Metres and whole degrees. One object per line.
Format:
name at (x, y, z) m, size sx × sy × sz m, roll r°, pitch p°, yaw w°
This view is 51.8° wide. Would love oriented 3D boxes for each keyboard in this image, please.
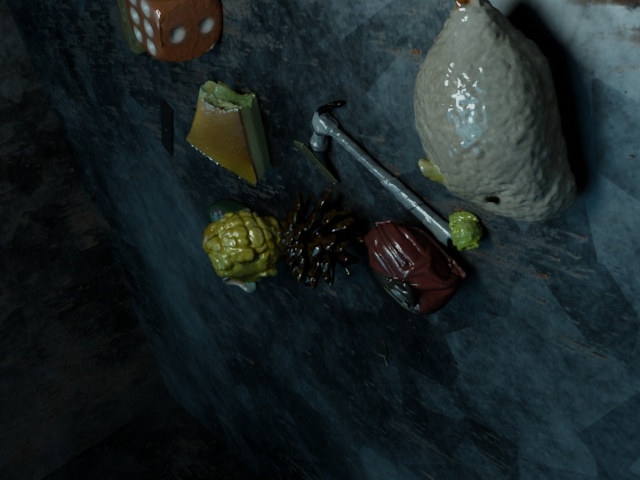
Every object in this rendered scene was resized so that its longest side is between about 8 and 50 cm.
keyboard at (-0.499, -0.364, 2.139) m, size 0.061 × 0.013 × 0.204 m, roll 48°, pitch 149°, yaw 21°
keyboard at (-0.010, -0.179, 1.500) m, size 0.129 × 0.015 × 0.049 m, roll 45°, pitch 179°, yaw -29°

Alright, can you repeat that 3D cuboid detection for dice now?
dice at (-0.354, -0.547, 1.586) m, size 0.174 × 0.179 × 0.175 m, roll 45°, pitch 145°, yaw 24°

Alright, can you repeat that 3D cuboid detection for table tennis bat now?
table tennis bat at (0.162, 0.294, 1.730) m, size 0.050 × 0.007 × 0.083 m, roll 7°, pitch 120°, yaw 54°

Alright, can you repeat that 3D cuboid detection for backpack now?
backpack at (0.178, 0.048, 1.334) m, size 0.229 × 0.139 × 0.229 m, roll 48°, pitch -178°, yaw -2°

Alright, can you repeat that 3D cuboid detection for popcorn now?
popcorn at (-0.209, 0.017, 1.853) m, size 0.250 × 0.250 × 0.190 m, roll 150°, pitch 123°, yaw -61°
popcorn at (0.271, -0.019, 1.232) m, size 0.068 × 0.059 × 0.083 m, roll 57°, pitch -165°, yaw -65°

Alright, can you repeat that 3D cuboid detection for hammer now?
hammer at (0.128, -0.130, 1.369) m, size 0.427 × 0.044 × 0.152 m, roll 46°, pitch 147°, yaw 20°

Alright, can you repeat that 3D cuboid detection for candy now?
candy at (-0.486, -0.630, 1.788) m, size 0.102 × 0.104 × 0.234 m, roll 28°, pitch 139°, yaw 36°

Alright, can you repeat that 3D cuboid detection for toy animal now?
toy animal at (0.242, -0.185, 0.992) m, size 0.226 × 0.188 × 0.359 m, roll 5°, pitch 121°, yaw 49°

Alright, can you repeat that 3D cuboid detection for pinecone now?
pinecone at (0.003, 0.001, 1.531) m, size 0.201 × 0.202 × 0.229 m, roll 14°, pitch 110°, yaw 22°

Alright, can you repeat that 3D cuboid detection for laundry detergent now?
laundry detergent at (-0.264, -0.066, 2.005) m, size 0.210 × 0.063 × 0.137 m, roll -6°, pitch 115°, yaw 56°

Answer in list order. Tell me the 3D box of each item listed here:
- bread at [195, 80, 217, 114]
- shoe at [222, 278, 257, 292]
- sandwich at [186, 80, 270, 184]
bread at (-0.287, -0.331, 1.796) m, size 0.139 × 0.060 × 0.178 m, roll 50°, pitch 149°, yaw 15°
shoe at (-0.294, 0.110, 2.195) m, size 0.195 × 0.078 × 0.079 m, roll 42°, pitch 147°, yaw 21°
sandwich at (-0.205, -0.274, 1.652) m, size 0.220 × 0.108 × 0.186 m, roll 34°, pitch 133°, yaw 1°
